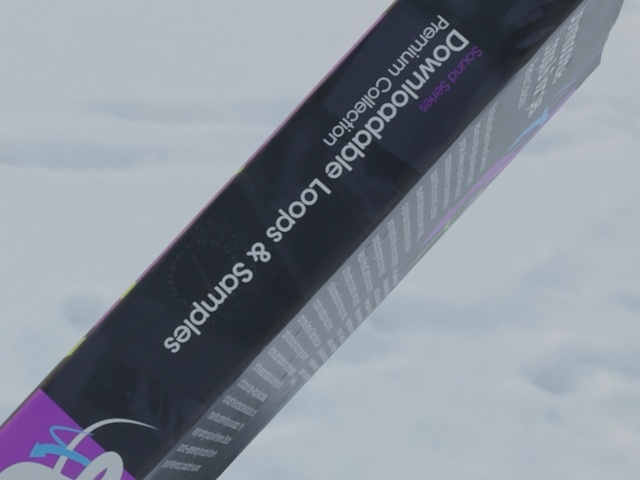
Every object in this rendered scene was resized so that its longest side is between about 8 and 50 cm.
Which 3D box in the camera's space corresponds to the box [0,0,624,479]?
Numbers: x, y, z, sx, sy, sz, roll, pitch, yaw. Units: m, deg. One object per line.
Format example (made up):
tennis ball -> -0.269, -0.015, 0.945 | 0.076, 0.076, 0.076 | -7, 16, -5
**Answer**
box -> 0.000, 0.000, 0.371 | 0.029, 0.162, 0.116 | 44, -4, 7
